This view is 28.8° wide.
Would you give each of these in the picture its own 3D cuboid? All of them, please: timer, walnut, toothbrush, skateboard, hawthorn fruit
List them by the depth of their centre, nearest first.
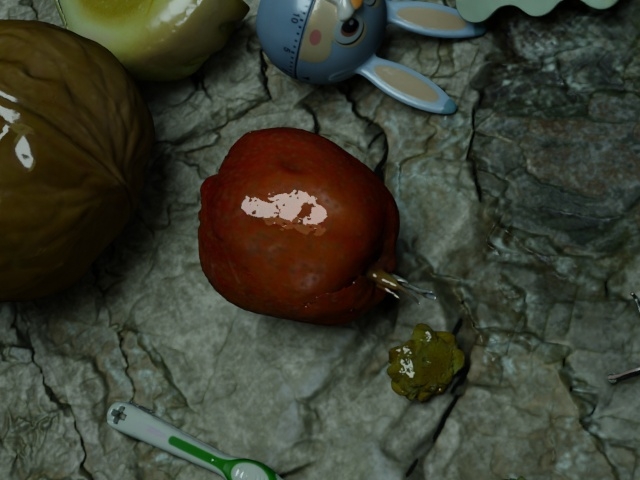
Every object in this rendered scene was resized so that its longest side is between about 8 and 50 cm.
[{"bbox_3d":[0.311,0.098,1.251,0.063,0.032,0.083,-21,62,26],"label":"skateboard"},{"bbox_3d":[0.000,0.000,1.342,0.299,0.211,0.211,26,79,22],"label":"hawthorn fruit"},{"bbox_3d":[-0.081,0.255,1.349,0.417,0.040,0.042,19,78,30],"label":"toothbrush"},{"bbox_3d":[0.042,-0.254,1.459,0.255,0.175,0.175,15,74,28],"label":"timer"},{"bbox_3d":[-0.393,-0.101,1.497,0.397,0.308,0.354,7,70,28],"label":"walnut"}]

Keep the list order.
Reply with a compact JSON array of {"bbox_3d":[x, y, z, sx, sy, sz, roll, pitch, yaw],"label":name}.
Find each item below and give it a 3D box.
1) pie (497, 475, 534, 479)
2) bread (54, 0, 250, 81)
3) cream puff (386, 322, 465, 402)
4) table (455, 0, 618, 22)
[{"bbox_3d":[0.167,0.367,1.157,0.302,0.067,0.303,-5,74,18],"label":"pie"},{"bbox_3d":[-0.225,-0.277,1.607,0.260,0.158,0.156,26,90,31],"label":"bread"},{"bbox_3d":[0.107,0.130,1.315,0.058,0.083,0.083,169,112,-66],"label":"cream puff"},{"bbox_3d":[0.241,-0.337,1.409,0.198,0.166,0.167,-2,66,27],"label":"table"}]
